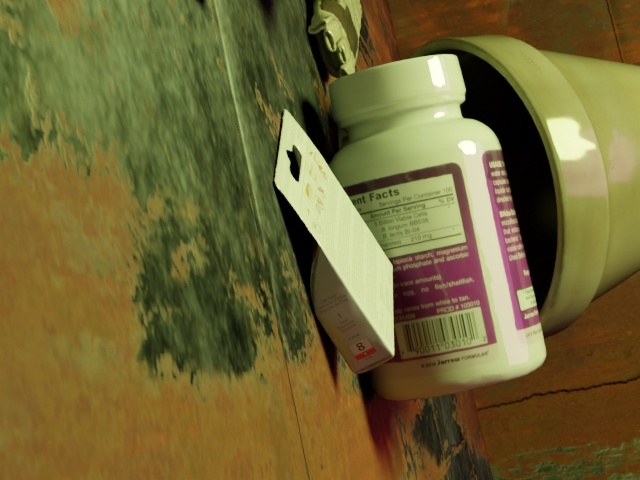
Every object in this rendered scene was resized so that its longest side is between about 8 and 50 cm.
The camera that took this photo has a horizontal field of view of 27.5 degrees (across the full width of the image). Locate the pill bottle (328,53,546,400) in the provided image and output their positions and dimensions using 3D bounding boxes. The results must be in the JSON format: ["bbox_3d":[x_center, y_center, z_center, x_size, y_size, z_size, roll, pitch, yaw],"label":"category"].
[{"bbox_3d":[0.099,-0.013,1.221,0.169,0.169,0.301,-7,85,-82],"label":"pill bottle"}]

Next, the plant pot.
[{"bbox_3d":[0.259,-0.071,1.380,0.323,0.280,0.323,35,-48,52],"label":"plant pot"}]

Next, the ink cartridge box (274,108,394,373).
[{"bbox_3d":[0.000,0.000,1.055,0.179,0.045,0.145,53,18,-23],"label":"ink cartridge box"}]

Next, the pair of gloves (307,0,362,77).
[{"bbox_3d":[-0.003,-0.297,1.406,0.204,0.042,0.240,-85,159,-54],"label":"pair of gloves"}]

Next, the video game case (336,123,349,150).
[{"bbox_3d":[0.057,-0.004,1.424,0.193,0.023,0.212,-92,167,-51],"label":"video game case"}]
